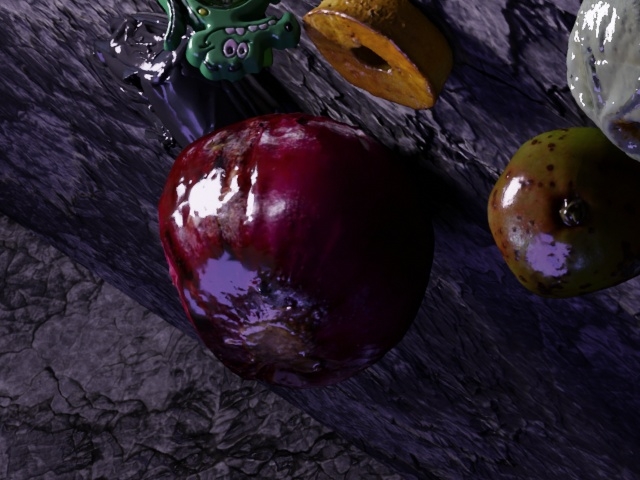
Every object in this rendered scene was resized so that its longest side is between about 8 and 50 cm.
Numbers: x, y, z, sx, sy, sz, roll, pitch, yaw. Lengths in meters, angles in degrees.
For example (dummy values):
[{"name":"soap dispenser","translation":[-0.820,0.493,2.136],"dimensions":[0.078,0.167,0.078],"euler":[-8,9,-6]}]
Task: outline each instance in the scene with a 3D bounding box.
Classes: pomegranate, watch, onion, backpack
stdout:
[{"name":"pomegranate","translation":[0.230,-0.028,1.793],"dimensions":[0.159,0.159,0.205],"euler":[39,-166,-3]},{"name":"watch","translation":[-0.096,-0.215,1.957],"dimensions":[0.152,0.131,0.165],"euler":[99,155,-74]},{"name":"onion","translation":[0.000,0.000,2.211],"dimensions":[0.260,0.282,0.336],"euler":[-17,125,25]},{"name":"backpack","translation":[-0.178,-0.186,2.358],"dimensions":[0.206,0.133,0.258],"euler":[52,168,-33]}]

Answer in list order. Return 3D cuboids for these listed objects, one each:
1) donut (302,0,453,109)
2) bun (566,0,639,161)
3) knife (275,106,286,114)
[{"name":"donut","translation":[0.058,-0.187,1.882],"dimensions":[0.152,0.058,0.152],"euler":[35,165,10]},{"name":"bun","translation":[0.261,-0.117,1.489],"dimensions":[0.195,0.118,0.195],"euler":[36,169,8]},{"name":"knife","translation":[-0.070,-0.139,2.436],"dimensions":[0.028,0.015,0.210],"euler":[46,165,-6]}]
